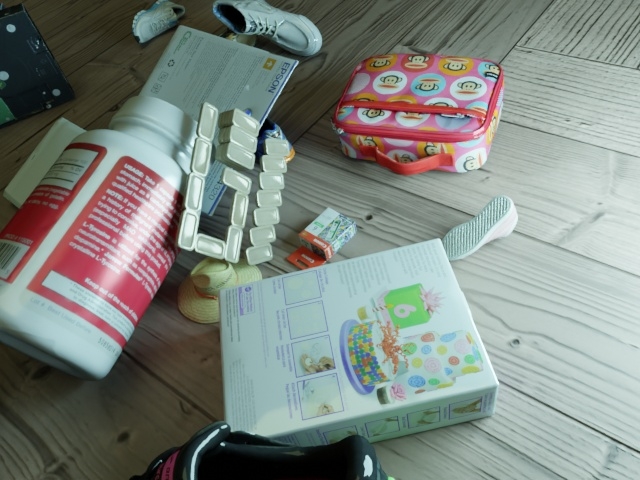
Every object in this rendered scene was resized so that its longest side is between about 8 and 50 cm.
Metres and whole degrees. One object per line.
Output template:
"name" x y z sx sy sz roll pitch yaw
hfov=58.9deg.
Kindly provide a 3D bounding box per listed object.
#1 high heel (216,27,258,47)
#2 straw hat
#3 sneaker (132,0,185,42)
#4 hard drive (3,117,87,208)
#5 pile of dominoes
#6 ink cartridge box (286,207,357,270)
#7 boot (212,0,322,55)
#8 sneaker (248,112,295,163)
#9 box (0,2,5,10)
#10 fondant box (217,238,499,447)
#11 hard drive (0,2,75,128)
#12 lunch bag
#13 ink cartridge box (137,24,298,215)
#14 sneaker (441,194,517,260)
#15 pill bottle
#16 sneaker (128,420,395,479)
"high heel" -0.169 -0.451 1.343 0.186 0.093 0.261 -36 49 -21
"straw hat" -0.171 0.059 0.911 0.145 0.061 0.144 -6 49 7
"sneaker" -0.439 -0.604 1.557 0.083 0.071 0.190 15 54 18
"hard drive" -0.476 -0.108 1.103 0.308 0.040 0.203 28 81 33
"pile of dominoes" -0.142 -0.084 0.921 0.040 0.196 0.251 -5 71 40
"ink cartridge box" 0.000 0.000 0.944 0.063 0.029 0.115 31 61 33
"boot" -0.131 -0.498 1.329 0.258 0.095 0.123 31 42 17
"sneaker" -0.137 -0.229 1.140 0.221 0.087 0.083 31 61 33
"box" -0.811 -0.455 1.415 0.153 0.207 0.108 -20 48 -3
"fondant box" 0.037 0.145 0.764 0.331 0.096 0.238 -14 48 2
"hard drive" -0.792 -0.376 1.322 0.339 0.236 0.064 -28 48 -11
"lunch bag" 0.177 -0.227 1.053 0.293 0.120 0.258 10 56 23
"ink cartridge box" -0.230 -0.233 1.097 0.330 0.071 0.324 27 85 29
"sneaker" 0.252 -0.010 0.888 0.134 0.070 0.051 -42 56 15
"pill bottle" -0.329 -0.016 0.868 0.229 0.229 0.407 13 62 23
"sneaker" -0.152 0.282 0.592 0.483 0.202 0.185 -9 26 -1
